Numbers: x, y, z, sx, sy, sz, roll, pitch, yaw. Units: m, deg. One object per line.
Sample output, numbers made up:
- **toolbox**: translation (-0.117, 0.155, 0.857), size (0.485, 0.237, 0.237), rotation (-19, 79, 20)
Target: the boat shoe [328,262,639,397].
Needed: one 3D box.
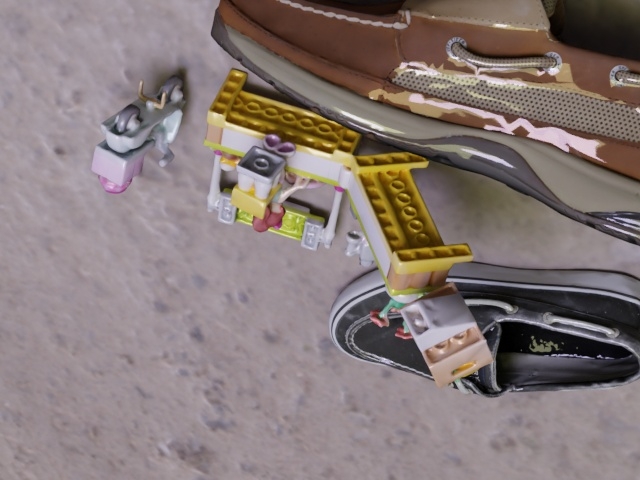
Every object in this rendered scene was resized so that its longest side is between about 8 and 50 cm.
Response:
- **boat shoe**: translation (0.104, 0.060, 1.068), size (0.219, 0.070, 0.078), rotation (-3, 123, 20)

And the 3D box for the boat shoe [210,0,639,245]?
- **boat shoe**: translation (0.101, -0.094, 0.944), size (0.324, 0.122, 0.120), rotation (23, 96, 10)

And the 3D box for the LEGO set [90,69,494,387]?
- **LEGO set**: translation (0.000, 0.000, 1.021), size (0.287, 0.132, 0.107), rotation (34, 137, 21)
